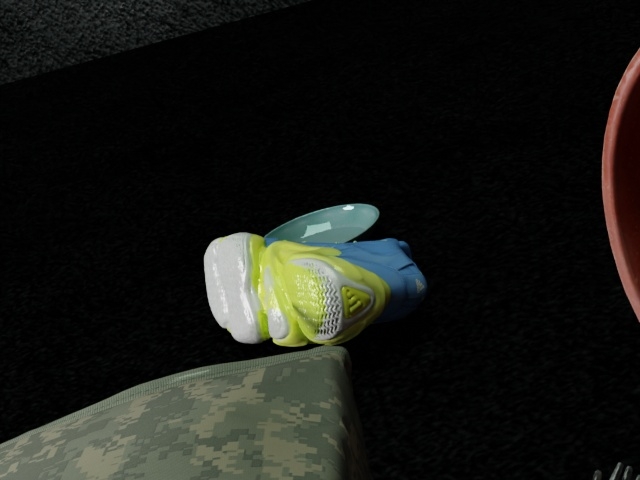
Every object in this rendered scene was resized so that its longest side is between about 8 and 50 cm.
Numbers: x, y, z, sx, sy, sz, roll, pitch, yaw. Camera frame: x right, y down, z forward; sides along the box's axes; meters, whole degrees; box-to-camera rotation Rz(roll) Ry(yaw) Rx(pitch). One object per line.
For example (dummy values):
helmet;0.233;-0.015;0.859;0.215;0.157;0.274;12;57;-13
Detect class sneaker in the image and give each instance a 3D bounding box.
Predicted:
sneaker;0.000;0.039;1.370;0.126;0.091;0.240;-7;11;-29

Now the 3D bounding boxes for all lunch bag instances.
lunch bag;-0.112;0.190;0.878;0.287;0.169;0.235;-11;19;7

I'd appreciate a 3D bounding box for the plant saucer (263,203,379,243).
plant saucer;0.000;0.000;1.545;0.119;0.021;0.119;-17;18;6

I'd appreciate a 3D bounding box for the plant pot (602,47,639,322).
plant pot;0.356;-0.036;0.984;0.265;0.272;0.272;-19;16;-29

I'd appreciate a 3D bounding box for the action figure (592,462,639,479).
action figure;0.256;0.121;0.748;0.276;0.164;0.141;-11;59;41
